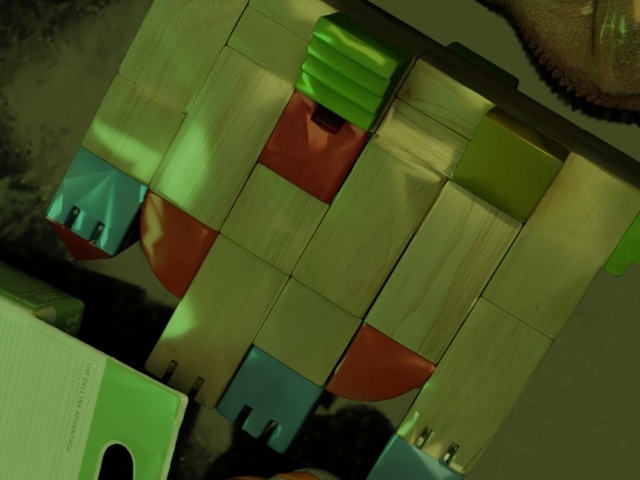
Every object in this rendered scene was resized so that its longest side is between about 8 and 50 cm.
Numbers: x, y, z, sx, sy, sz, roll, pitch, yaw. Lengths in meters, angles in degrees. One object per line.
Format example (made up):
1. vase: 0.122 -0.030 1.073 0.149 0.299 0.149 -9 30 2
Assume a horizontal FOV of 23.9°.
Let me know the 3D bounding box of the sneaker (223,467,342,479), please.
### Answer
1. sneaker: -0.001 0.265 0.914 0.180 0.124 0.321 -15 115 41

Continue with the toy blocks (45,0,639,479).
1. toy blocks: 0.000 0.000 0.888 0.381 0.191 0.261 32 106 5

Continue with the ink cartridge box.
1. ink cartridge box: -0.177 0.116 0.908 0.235 0.056 0.171 23 107 25

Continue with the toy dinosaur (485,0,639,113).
1. toy dinosaur: 0.221 -0.118 0.870 0.296 0.127 0.200 -3 97 14
